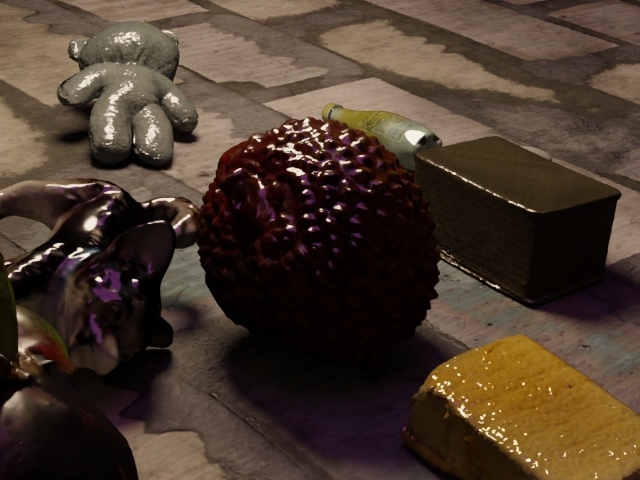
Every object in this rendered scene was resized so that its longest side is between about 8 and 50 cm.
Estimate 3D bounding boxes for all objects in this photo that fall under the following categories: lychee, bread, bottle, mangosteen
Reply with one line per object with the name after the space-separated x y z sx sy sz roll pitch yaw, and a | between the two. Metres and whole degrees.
0.000 0.000 1.564 0.330 0.306 0.306 28 7 -41 | lychee
0.239 0.225 1.367 0.184 0.114 0.274 -17 32 -29 | bread
0.099 -0.190 2.205 0.083 0.083 0.269 -16 28 -35 | bottle
-0.291 0.193 1.077 0.306 0.360 0.306 26 3 -1 | mangosteen

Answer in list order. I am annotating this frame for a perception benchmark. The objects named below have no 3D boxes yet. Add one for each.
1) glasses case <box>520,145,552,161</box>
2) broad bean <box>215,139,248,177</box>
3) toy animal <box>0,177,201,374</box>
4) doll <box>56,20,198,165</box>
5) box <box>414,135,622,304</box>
0.319 -0.120 2.130 0.074 0.049 0.193 25 32 36 | glasses case
-0.059 -0.084 1.921 0.228 0.122 0.156 23 30 39 | broad bean
-0.271 0.043 1.557 0.302 0.194 0.344 -7 34 -11 | toy animal
-0.340 -0.241 2.200 0.245 0.158 0.340 1 55 -18 | doll
0.279 -0.038 1.860 0.184 0.143 0.273 -16 32 -35 | box
